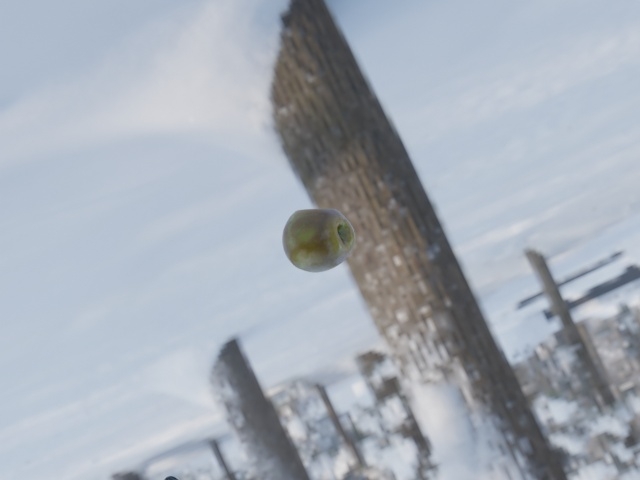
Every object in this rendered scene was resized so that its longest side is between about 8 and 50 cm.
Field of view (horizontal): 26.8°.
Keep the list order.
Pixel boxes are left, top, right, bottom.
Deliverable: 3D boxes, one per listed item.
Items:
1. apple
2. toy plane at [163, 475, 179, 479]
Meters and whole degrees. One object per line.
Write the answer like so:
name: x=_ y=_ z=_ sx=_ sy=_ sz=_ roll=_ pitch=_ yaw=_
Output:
apple: x=0.000 y=0.000 z=2.063 sx=0.102 sy=0.099 sz=0.114 roll=-7 pitch=172 yaw=41
toy plane: x=-0.173 y=0.342 z=1.754 sx=0.189 sy=0.061 sz=0.130 roll=1 pitch=155 yaw=-24
